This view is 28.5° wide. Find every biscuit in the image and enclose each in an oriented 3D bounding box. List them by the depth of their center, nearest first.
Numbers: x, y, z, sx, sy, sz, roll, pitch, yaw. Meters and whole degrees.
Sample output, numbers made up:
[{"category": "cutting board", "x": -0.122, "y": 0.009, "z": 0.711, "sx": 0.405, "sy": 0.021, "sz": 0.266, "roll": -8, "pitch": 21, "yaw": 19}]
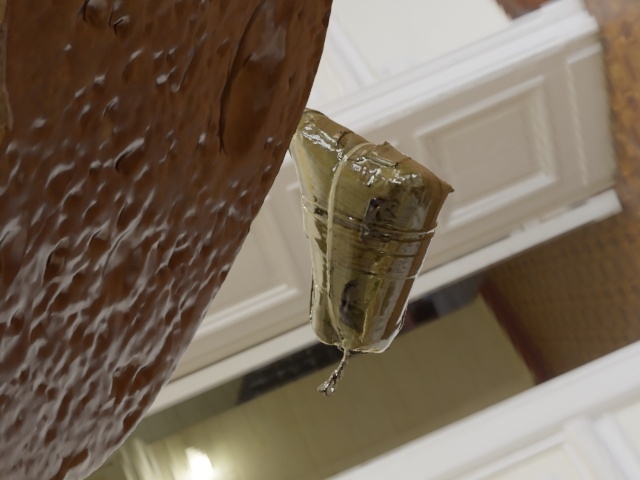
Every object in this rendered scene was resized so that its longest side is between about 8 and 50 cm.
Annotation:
[{"category": "biscuit", "x": -0.103, "y": -0.051, "z": 0.598, "sx": 0.063, "sy": 0.367, "sz": 0.314, "roll": 22, "pitch": 166, "yaw": 21}]

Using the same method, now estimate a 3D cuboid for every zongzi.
[{"category": "zongzi", "x": 0.000, "y": 0.000, "z": 0.992, "sx": 0.178, "sy": 0.081, "sz": 0.189, "roll": 31, "pitch": 111, "yaw": 35}]
